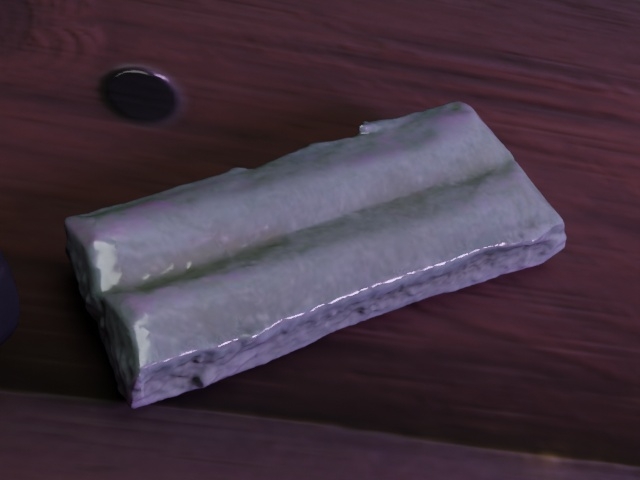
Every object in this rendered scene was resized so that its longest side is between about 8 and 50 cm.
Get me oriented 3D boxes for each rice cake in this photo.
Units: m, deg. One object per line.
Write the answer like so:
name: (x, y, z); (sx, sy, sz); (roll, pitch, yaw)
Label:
rice cake: (0.000, 0.000, 0.701); (0.226, 0.040, 0.085); (-19, 59, -35)

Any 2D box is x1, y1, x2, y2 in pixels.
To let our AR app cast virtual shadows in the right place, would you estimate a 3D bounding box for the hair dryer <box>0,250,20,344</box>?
hair dryer: (-0.224, 0.002, 0.595); (0.219, 0.071, 0.124); (32, 45, 18)
